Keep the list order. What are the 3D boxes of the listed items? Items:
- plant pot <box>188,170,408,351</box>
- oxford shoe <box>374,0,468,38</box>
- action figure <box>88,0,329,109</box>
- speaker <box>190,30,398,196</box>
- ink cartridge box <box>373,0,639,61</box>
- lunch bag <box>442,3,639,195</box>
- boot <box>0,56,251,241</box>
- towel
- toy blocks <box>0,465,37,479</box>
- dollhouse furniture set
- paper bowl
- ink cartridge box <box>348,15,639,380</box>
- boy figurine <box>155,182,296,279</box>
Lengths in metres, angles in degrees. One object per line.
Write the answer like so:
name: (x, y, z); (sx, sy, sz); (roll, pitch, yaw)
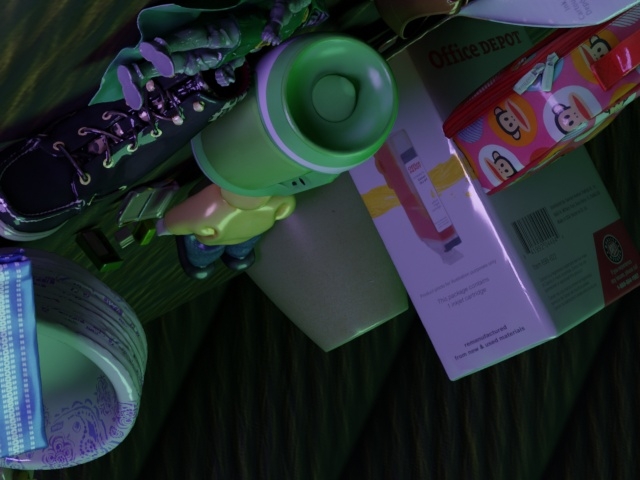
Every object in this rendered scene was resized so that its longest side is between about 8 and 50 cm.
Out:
plant pot: (0.000, 0.000, 2.393); (0.256, 0.274, 0.256); (-28, 176, -2)
oxford shoe: (0.120, -0.247, 1.591); (0.076, 0.076, 0.212); (-23, 172, -33)
action figure: (-0.070, -0.168, 1.449); (0.232, 0.063, 0.137); (-29, 174, -46)
speaker: (-0.030, -0.112, 1.647); (0.131, 0.131, 0.296); (-27, -175, -19)
ink cartridge box: (0.212, -0.237, 1.789); (0.385, 0.091, 0.308); (-31, -172, 11)
lunch bag: (0.293, -0.180, 1.908); (0.293, 0.120, 0.258); (-35, 179, -32)
boot: (-0.174, -0.092, 1.510); (0.178, 0.085, 0.236); (-33, 180, 32)
towel: (-0.419, 0.142, 1.642); (0.336, 0.040, 0.243); (-13, 127, -20)
toy blocks: (-0.492, 0.226, 2.190); (0.381, 0.191, 0.261); (-2, -141, 6)
dollhouse furniture set: (-0.238, -0.034, 2.172); (0.076, 0.058, 0.152); (-13, 147, -46)
paper bowl: (-0.335, 0.118, 1.986); (0.284, 0.284, 0.148); (-31, -142, 34)
ink cartridge box: (0.192, -0.066, 2.108); (0.160, 0.385, 0.279); (-28, 177, 37)
boy figurine: (-0.112, -0.041, 2.156); (0.177, 0.092, 0.285); (-13, 159, -17)
